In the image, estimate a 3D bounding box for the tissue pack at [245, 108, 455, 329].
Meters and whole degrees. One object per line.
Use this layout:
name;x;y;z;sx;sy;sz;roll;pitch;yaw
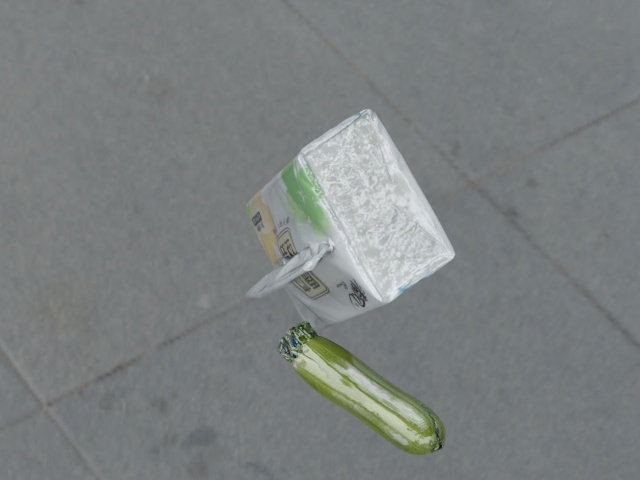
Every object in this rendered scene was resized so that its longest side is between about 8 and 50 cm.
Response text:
tissue pack;0.000;0.000;1.245;0.145;0.229;0.159;-30;89;-19

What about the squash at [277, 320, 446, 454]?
squash;0.039;0.143;1.246;0.183;0.052;0.052;34;51;7
